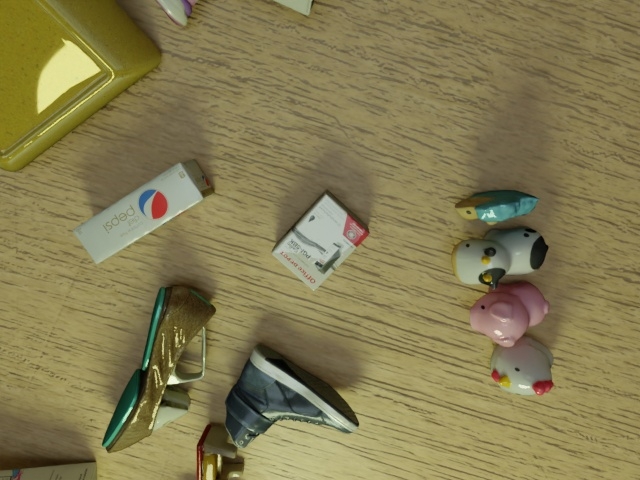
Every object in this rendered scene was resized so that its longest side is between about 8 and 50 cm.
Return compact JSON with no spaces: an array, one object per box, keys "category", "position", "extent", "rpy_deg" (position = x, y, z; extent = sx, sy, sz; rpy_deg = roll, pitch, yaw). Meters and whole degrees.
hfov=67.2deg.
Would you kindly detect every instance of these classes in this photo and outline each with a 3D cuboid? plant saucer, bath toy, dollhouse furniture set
[{"category":"plant saucer","position":[-0.445,-0.258,0.646],"extent":[0.332,0.081,0.333],"rpy_deg":[-33,138,9]},{"category":"bath toy","position":[0.300,0.099,0.767],"extent":[0.151,0.129,0.348],"rpy_deg":[-13,103,6]},{"category":"dollhouse furniture set","position":[-0.232,0.547,0.863],"extent":[0.152,0.201,0.374],"rpy_deg":[3,104,2]}]

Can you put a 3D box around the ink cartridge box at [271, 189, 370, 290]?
[{"category":"ink cartridge box","position":[0.000,0.000,0.794],"extent":[0.099,0.056,0.135],"rpy_deg":[41,101,-8]}]

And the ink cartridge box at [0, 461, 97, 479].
[{"category":"ink cartridge box","position":[-0.568,0.541,0.886],"extent":[0.278,0.117,0.201],"rpy_deg":[1,104,-15]}]

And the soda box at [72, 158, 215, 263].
[{"category":"soda box","position":[-0.285,-0.048,0.788],"extent":[0.216,0.074,0.069],"rpy_deg":[-30,100,9]}]

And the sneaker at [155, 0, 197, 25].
[{"category":"sneaker","position":[-0.244,-0.436,0.691],"extent":[0.104,0.095,0.236],"rpy_deg":[-38,104,4]}]

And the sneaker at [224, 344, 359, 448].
[{"category":"sneaker","position":[-0.060,0.311,0.849],"extent":[0.226,0.086,0.163],"rpy_deg":[32,92,5]}]

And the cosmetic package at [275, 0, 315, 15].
[{"category":"cosmetic package","position":[-0.062,-0.430,0.622],"extent":[0.183,0.151,0.151],"rpy_deg":[22,76,-3]}]

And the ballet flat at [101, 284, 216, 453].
[{"category":"ballet flat","position":[-0.274,0.240,0.853],"extent":[0.124,0.116,0.342],"rpy_deg":[20,100,-22]}]
